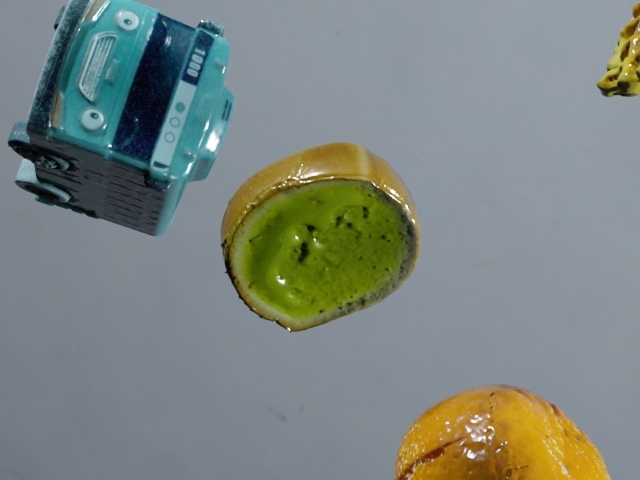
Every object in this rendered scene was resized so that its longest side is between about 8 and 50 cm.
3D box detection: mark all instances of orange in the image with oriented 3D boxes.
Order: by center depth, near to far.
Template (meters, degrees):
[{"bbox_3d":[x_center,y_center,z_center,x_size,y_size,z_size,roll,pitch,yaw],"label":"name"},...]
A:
[{"bbox_3d":[0.151,0.214,1.138,0.193,0.193,0.161,46,117,-5],"label":"orange"}]

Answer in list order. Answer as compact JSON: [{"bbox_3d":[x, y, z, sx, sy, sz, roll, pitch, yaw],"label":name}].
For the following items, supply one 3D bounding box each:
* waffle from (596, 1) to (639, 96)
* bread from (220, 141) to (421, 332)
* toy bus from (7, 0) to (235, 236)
[{"bbox_3d":[0.430,-0.274,1.504,0.065,0.283,0.309,35,102,-12],"label":"waffle"},{"bbox_3d":[0.000,0.000,1.508,0.236,0.070,0.236,-4,130,-5],"label":"bread"},{"bbox_3d":[-0.149,-0.090,1.030,0.147,0.256,0.128,19,78,-7],"label":"toy bus"}]
